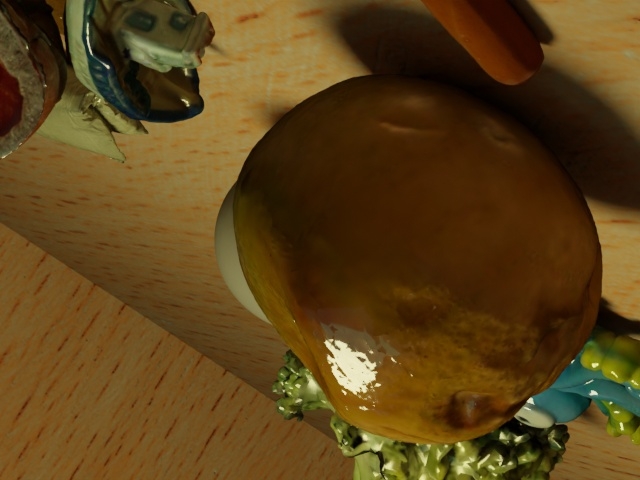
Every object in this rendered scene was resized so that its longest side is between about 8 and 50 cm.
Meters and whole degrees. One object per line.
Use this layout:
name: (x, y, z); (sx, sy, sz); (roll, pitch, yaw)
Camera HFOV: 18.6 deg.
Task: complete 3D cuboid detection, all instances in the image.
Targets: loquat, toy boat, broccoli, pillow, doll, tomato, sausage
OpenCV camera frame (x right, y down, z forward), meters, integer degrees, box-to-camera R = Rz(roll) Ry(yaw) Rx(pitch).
loquat: (0.076, 0.008, 1.502); (0.284, 0.276, 0.276); (45, -179, 42)
toy boat: (-0.140, -0.163, 1.641); (0.115, 0.114, 0.262); (24, 168, 9)
broccoli: (0.122, 0.206, 2.260); (0.334, 0.324, 0.272); (-149, 45, -70)
pillow: (-0.288, -0.153, 2.129); (0.181, 0.078, 0.134); (24, 166, 24)
doll: (0.227, 0.127, 1.978); (0.346, 0.099, 0.341); (30, 169, 9)
tomato: (-0.294, -0.176, 1.631); (0.214, 0.180, 0.155); (62, -161, -8)
sausage: (0.105, -0.146, 1.284); (0.039, 0.041, 0.131); (-8, 146, 36)

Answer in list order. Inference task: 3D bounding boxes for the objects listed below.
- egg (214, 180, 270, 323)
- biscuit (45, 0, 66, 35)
egg: (0.000, 0.000, 1.821); (0.176, 0.176, 0.232); (37, 161, -29)
biscuit: (-0.257, -0.250, 1.715); (0.181, 0.049, 0.208); (27, 166, 18)
